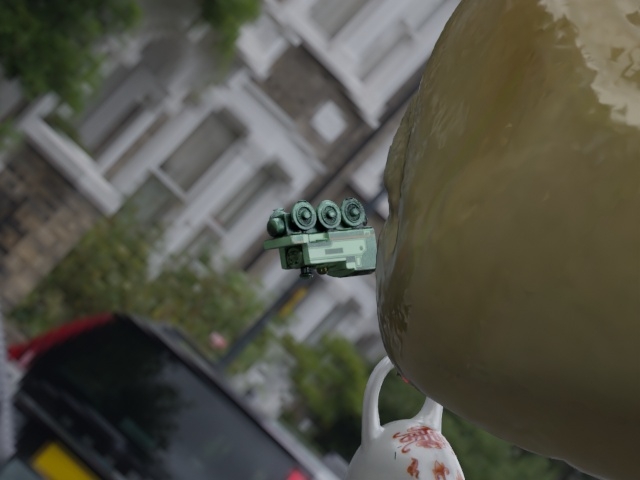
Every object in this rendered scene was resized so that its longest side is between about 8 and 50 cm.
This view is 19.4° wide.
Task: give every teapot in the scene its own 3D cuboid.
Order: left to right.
[{"bbox_3d":[0.069,0.208,1.448,0.159,0.116,0.245,-121,-152,-84],"label":"teapot"}]

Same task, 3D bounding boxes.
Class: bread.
[{"bbox_3d":[0.217,0.005,0.885,0.376,0.253,0.348,26,19,12],"label":"bread"}]

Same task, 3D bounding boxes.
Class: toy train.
[{"bbox_3d":[0.000,0.000,1.237,0.083,0.053,0.033,-6,-4,-43],"label":"toy train"}]
